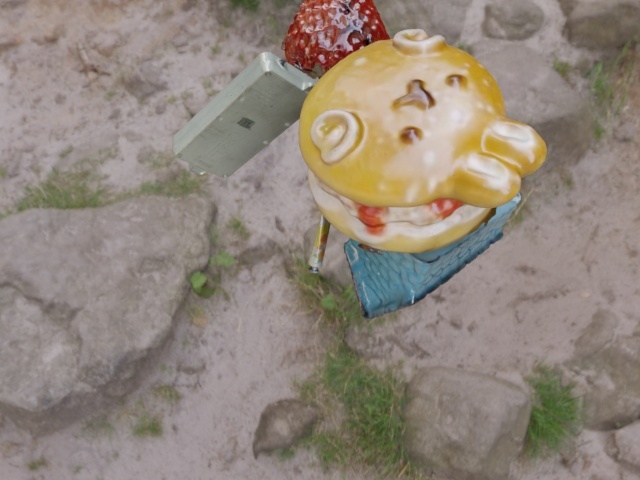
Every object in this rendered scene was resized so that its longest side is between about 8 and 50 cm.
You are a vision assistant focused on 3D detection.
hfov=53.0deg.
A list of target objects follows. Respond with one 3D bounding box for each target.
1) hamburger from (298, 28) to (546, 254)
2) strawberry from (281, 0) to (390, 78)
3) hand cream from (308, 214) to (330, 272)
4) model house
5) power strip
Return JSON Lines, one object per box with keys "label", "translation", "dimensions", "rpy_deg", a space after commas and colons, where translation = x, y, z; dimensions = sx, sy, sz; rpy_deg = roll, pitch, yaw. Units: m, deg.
{"label": "hamburger", "translation": [0.117, -0.119, 0.803], "dimensions": [0.261, 0.186, 0.303], "rpy_deg": [-38, 64, -12]}
{"label": "strawberry", "translation": [0.060, -0.499, 1.497], "dimensions": [0.253, 0.150, 0.280], "rpy_deg": [27, 87, 0]}
{"label": "hand cream", "translation": [0.000, 0.000, 0.969], "dimensions": [0.022, 0.102, 0.035], "rpy_deg": [23, 18, 29]}
{"label": "model house", "translation": [0.152, -0.017, 1.046], "dimensions": [0.261, 0.241, 0.226], "rpy_deg": [-30, 59, -30]}
{"label": "power strip", "translation": [-0.121, -0.193, 1.023], "dimensions": [0.270, 0.118, 0.046], "rpy_deg": [-33, 51, 33]}
